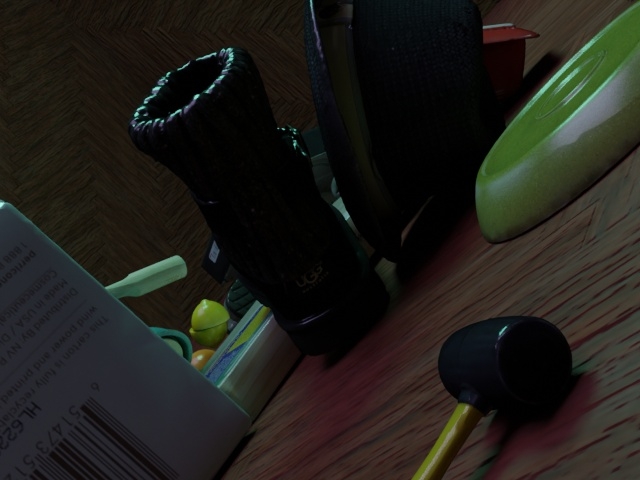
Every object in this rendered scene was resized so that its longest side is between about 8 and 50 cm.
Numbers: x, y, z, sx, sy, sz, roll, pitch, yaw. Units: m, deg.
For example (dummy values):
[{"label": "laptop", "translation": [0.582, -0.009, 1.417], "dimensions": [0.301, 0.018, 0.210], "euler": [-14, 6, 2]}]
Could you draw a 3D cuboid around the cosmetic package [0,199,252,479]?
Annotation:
[{"label": "cosmetic package", "translation": [-0.341, 0.239, 0.909], "dimensions": [0.329, 0.327, 0.393], "euler": [-51, 5, -35]}]

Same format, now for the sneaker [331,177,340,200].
[{"label": "sneaker", "translation": [0.101, -0.127, 1.417], "dimensions": [0.227, 0.087, 0.130], "euler": [-46, 2, -17]}]

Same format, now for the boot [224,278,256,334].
[{"label": "boot", "translation": [-0.107, 0.110, 1.468], "dimensions": [0.161, 0.083, 0.246], "euler": [-51, -5, 30]}]

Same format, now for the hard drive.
[{"label": "hard drive", "translation": [-0.038, -0.078, 1.515], "dimensions": [0.339, 0.064, 0.237], "euler": [-29, -28, -46]}]

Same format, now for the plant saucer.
[{"label": "plant saucer", "translation": [0.189, -0.099, 0.640], "dimensions": [0.241, 0.037, 0.241], "euler": [-48, 5, 6]}]

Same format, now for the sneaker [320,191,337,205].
[{"label": "sneaker", "translation": [0.000, 0.000, 1.395], "dimensions": [0.123, 0.106, 0.290], "euler": [0, 21, 29]}]

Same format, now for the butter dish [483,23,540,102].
[{"label": "butter dish", "translation": [0.184, -0.197, 1.086], "dimensions": [0.159, 0.118, 0.160], "euler": [-6, 12, 10]}]

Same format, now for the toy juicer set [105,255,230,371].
[{"label": "toy juicer set", "translation": [-0.194, 0.143, 1.139], "dimensions": [0.209, 0.089, 0.329], "euler": [-39, -35, -23]}]

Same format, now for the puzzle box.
[{"label": "puzzle box", "translation": [-0.026, 0.064, 1.096], "dimensions": [0.409, 0.052, 0.272], "euler": [-52, 6, -27]}]

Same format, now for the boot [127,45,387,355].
[{"label": "boot", "translation": [-0.072, -0.058, 0.870], "dimensions": [0.131, 0.260, 0.348], "euler": [-39, 20, -6]}]

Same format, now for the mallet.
[{"label": "mallet", "translation": [0.033, 0.110, 0.371], "dimensions": [0.190, 0.039, 0.062], "euler": [-53, 7, -10]}]

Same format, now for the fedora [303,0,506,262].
[{"label": "fedora", "translation": [0.095, -0.144, 0.883], "dimensions": [0.152, 0.334, 0.334], "euler": [-12, 15, 14]}]
